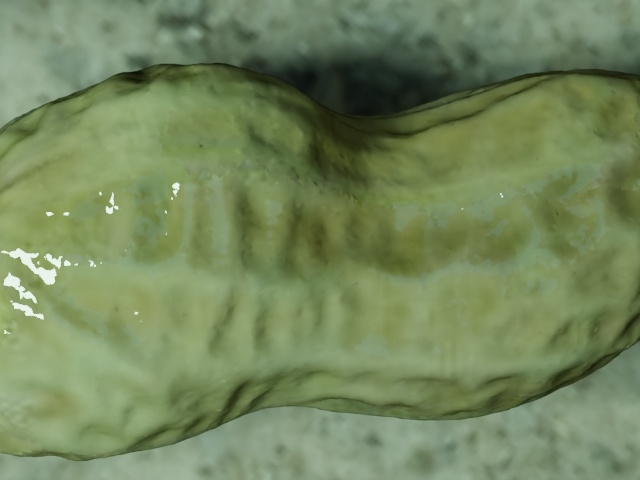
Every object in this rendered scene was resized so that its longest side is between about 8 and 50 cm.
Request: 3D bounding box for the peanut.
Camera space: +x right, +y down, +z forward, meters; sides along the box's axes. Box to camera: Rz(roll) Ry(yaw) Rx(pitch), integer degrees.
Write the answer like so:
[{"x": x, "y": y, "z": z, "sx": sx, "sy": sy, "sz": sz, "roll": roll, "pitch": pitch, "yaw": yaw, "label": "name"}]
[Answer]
[{"x": 0.000, "y": 0.000, "z": 0.688, "sx": 0.298, "sy": 0.120, "sz": 0.136, "roll": -5, "pitch": 133, "yaw": -11, "label": "peanut"}]
